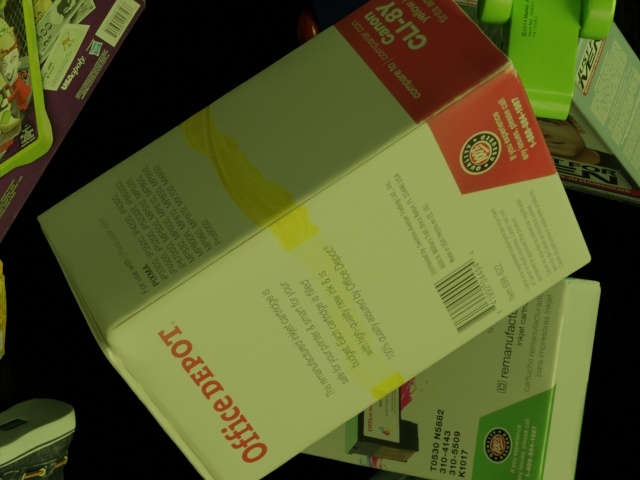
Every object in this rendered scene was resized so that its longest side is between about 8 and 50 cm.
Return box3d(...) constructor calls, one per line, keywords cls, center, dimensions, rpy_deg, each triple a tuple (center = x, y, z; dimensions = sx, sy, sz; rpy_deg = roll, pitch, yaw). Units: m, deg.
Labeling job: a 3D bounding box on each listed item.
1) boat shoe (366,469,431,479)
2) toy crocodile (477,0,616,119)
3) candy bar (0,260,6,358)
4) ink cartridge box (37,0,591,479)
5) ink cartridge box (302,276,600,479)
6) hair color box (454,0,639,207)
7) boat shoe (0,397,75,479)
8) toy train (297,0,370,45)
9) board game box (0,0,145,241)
box3d(cls="boat shoe", center=(0.025, 0.354, 1.934), dimensions=(0.500, 0.156, 0.186), rpy_deg=(-27, 131, -39))
box3d(cls="toy crocodile", center=(0.196, -0.269, 1.649), dimensions=(0.105, 0.115, 0.340), rpy_deg=(106, -14, -75))
box3d(cls="candy bar", center=(-0.251, 0.064, 1.394), dimensions=(0.040, 0.018, 0.161), rpy_deg=(-59, 175, -27))
box3d(cls="ink cartridge box", center=(0.000, 0.000, 1.547), dimensions=(0.385, 0.160, 0.279), rpy_deg=(-33, 140, -3))
box3d(cls="ink cartridge box", center=(0.102, 0.117, 1.730), dimensions=(0.117, 0.278, 0.201), rpy_deg=(7, 91, -65))
box3d(cls="hair color box", center=(0.265, -0.162, 2.077), dimensions=(0.374, 0.185, 0.113), rpy_deg=(39, 70, -58))
box3d(cls="boat shoe", center=(-0.257, 0.187, 1.458), dimensions=(0.183, 0.065, 0.083), rpy_deg=(-17, 115, -58))
box3d(cls="toy train", center=(0.047, -0.230, 1.778), dimensions=(0.143, 0.105, 0.248), rpy_deg=(-66, 152, -43))
box3d(cls="board game box", center=(-0.273, -0.060, 1.257), dimensions=(0.347, 0.056, 0.208), rpy_deg=(-58, 154, 0))
